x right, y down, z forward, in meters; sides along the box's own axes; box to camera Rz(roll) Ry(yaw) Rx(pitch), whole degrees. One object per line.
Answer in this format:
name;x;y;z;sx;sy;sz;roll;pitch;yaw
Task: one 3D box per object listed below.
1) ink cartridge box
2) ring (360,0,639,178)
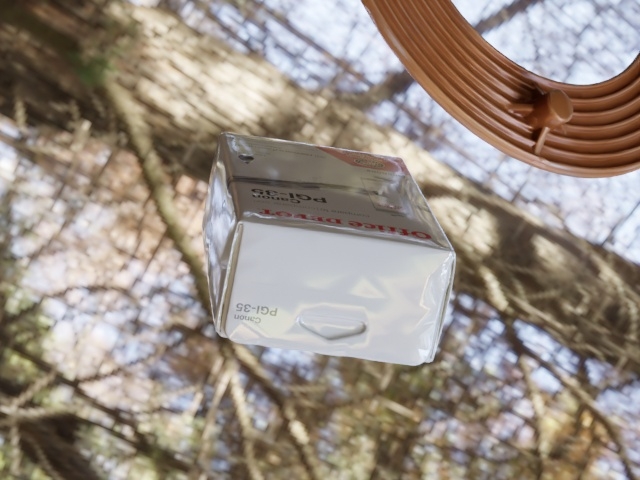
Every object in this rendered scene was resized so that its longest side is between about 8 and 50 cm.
ink cartridge box;0.000;0.000;1.383;0.283;0.207;0.117;-110;-150;-68
ring;0.141;-0.202;0.898;0.032;0.336;0.337;-27;-132;51
